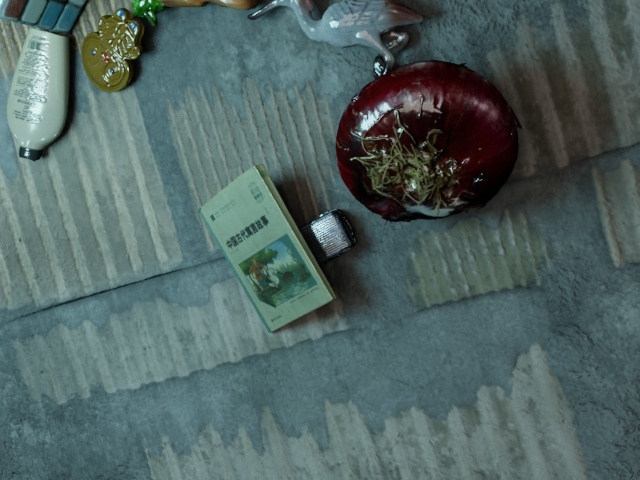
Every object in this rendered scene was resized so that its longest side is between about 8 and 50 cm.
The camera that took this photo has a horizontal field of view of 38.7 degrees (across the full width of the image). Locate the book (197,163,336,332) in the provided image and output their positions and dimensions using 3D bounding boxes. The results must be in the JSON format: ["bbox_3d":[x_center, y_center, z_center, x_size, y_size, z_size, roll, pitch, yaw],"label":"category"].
[{"bbox_3d":[-0.104,0.021,1.707,0.215,0.025,0.283,-32,88,45],"label":"book"}]

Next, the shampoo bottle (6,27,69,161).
[{"bbox_3d":[-0.557,-0.284,1.803,0.127,0.078,0.257,15,99,8],"label":"shampoo bottle"}]

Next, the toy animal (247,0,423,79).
[{"bbox_3d":[0.043,-0.378,1.616,0.324,0.090,0.195,39,106,5],"label":"toy animal"}]

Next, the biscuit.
[{"bbox_3d":[-0.401,-0.364,1.751,0.124,0.026,0.175,43,124,7],"label":"biscuit"}]

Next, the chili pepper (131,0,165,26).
[{"bbox_3d":[-0.339,-0.525,1.701,0.074,0.100,0.257,-19,99,-25],"label":"chili pepper"}]

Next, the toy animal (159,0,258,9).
[{"bbox_3d":[-0.208,-0.581,1.605,0.216,0.191,0.338,5,99,15],"label":"toy animal"}]

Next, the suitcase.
[{"bbox_3d":[0.000,0.000,1.698,0.126,0.059,0.086,-28,91,18],"label":"suitcase"}]

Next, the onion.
[{"bbox_3d":[0.182,-0.169,1.540,0.313,0.232,0.314,5,134,5],"label":"onion"}]

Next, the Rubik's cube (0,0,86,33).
[{"bbox_3d":[-0.563,-0.561,1.674,0.253,0.256,0.259,35,106,9],"label":"Rubik's cube"}]
